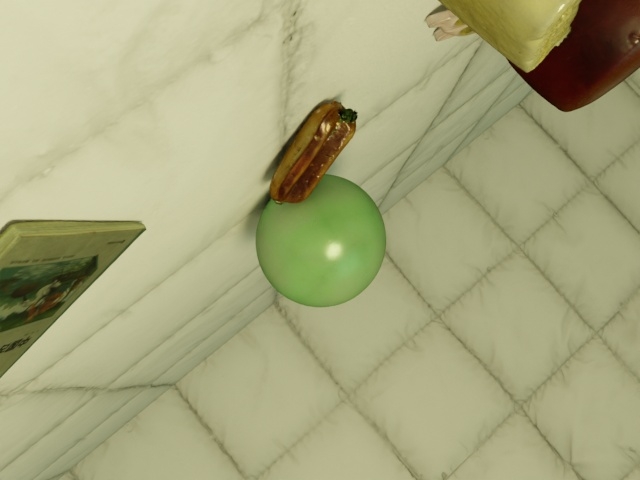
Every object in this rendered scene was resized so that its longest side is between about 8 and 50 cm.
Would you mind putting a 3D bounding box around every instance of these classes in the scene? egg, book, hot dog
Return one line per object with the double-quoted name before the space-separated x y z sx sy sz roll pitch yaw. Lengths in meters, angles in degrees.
"egg" 0.000 0.000 0.980 0.220 0.220 0.269 -39 164 -11
"book" -0.323 0.080 0.588 0.283 0.025 0.215 -44 173 12
"hot dog" -0.015 -0.122 0.809 0.072 0.055 0.188 8 133 -40

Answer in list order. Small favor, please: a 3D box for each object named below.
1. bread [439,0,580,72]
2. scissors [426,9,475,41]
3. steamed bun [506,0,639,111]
"bread" 0.120 -0.217 0.450 0.060 0.178 0.139 -45 172 9
"scissors" 0.302 -0.326 0.767 0.318 0.024 0.160 -12 -179 19
"steamed bun" 0.496 -0.400 1.034 0.248 0.235 0.379 -39 173 -35
